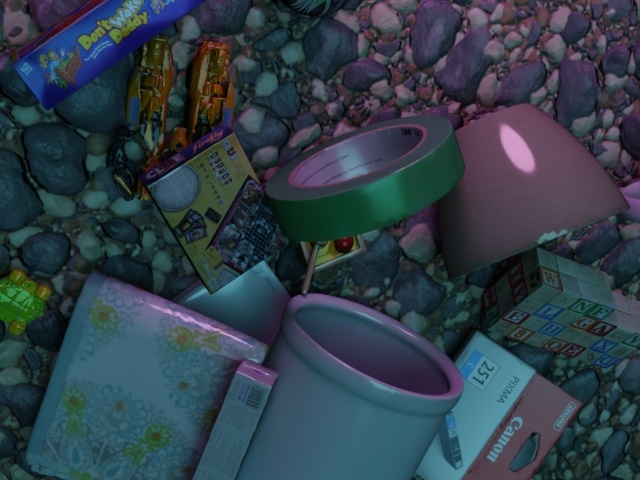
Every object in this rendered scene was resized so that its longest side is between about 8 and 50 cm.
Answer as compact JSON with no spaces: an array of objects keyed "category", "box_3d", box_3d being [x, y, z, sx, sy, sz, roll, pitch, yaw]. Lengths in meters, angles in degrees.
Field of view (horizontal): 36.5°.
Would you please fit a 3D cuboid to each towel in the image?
[{"category":"towel","box_3d":[-0.296,0.273,1.618,0.320,0.090,0.374,22,106,-1]}]

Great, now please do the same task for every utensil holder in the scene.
[{"category":"utensil holder","box_3d":[0.019,0.337,1.657,0.327,0.327,0.385,18,106,-21]}]

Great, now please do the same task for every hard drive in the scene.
[{"category":"hard drive","box_3d":[-0.189,0.173,1.716,0.307,0.040,0.203,-36,112,-5]}]

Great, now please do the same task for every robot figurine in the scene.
[{"category":"robot figurine","box_3d":[-0.236,-0.183,1.581,0.211,0.085,0.291,3,103,-19]}]

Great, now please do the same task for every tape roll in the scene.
[{"category":"tape roll","box_3d":[0.071,-0.106,1.574,0.321,0.321,0.077,-25,111,-10]}]

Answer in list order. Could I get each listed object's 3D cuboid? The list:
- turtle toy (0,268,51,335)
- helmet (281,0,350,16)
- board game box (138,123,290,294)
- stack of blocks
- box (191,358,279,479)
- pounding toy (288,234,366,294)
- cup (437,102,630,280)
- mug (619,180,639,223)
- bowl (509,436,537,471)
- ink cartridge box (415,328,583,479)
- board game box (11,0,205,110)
[{"category":"turtle toy","box_3d":[-0.505,0.086,1.574,0.130,0.066,0.095,38,91,-22]},{"category":"helmet","box_3d":[-0.002,-0.443,1.547,0.169,0.161,0.169,-5,106,-17]},{"category":"board game box","box_3d":[-0.168,-0.048,1.586,0.165,0.042,0.243,-33,128,-11]},{"category":"stack of blocks","box_3d":[0.483,0.134,1.853,0.297,0.087,0.171,19,137,-22]},{"category":"box","box_3d":[-0.154,0.345,1.543,0.067,0.063,0.324,23,105,5]},{"category":"pounding toy","box_3d":[0.000,0.000,1.699,0.141,0.100,0.130,-23,110,-11]},{"category":"cup","box_3d":[0.336,-0.099,1.694,0.331,0.331,0.237,-20,85,-12]},{"category":"mug","box_3d":[0.731,-0.091,1.791,0.374,0.328,0.276,-13,107,-14]},{"category":"bowl","box_3d":[0.352,0.430,1.953,0.142,0.053,0.142,27,95,-22]},{"category":"ink cartridge box","box_3d":[0.323,0.363,1.869,0.261,0.066,0.296,34,92,2]},{"category":"board game box","box_3d":[-0.293,-0.337,1.443,0.347,0.233,0.078,-37,112,-6]}]
